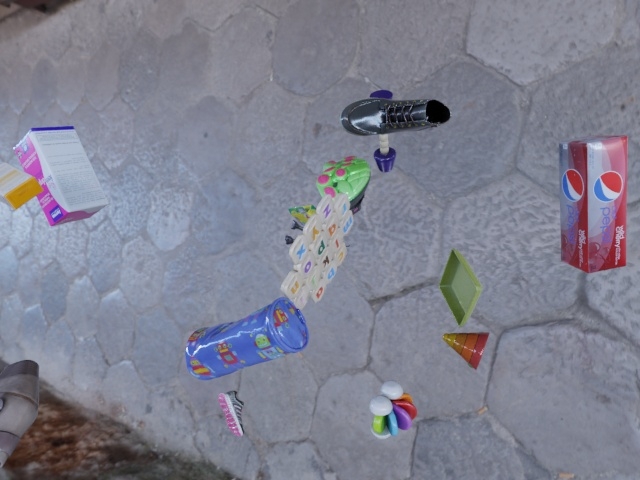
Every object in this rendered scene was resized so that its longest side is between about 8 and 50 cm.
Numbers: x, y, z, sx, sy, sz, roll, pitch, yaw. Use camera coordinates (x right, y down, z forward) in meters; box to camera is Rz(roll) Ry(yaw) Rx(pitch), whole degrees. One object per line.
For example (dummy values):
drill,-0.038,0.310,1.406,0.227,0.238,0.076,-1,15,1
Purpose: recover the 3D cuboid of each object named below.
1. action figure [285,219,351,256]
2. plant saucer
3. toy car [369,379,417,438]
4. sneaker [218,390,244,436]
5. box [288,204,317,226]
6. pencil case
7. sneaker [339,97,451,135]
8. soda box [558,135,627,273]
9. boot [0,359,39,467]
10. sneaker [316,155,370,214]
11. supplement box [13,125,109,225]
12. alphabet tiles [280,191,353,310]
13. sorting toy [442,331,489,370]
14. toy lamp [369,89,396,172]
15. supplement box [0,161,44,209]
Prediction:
action figure,0.000,0.000,1.842,0.276,0.141,0.163,19,98,14
plant saucer,0.457,0.150,1.407,0.188,0.045,0.188,-105,15,-48
toy car,0.249,0.579,1.463,0.136,0.182,0.159,12,119,33
sneaker,-0.307,0.624,1.592,0.063,0.075,0.170,-28,84,40
box,-0.024,-0.066,1.536,0.105,0.179,0.043,-1,53,54
pencil case,-0.167,0.220,0.966,0.306,0.133,0.119,-25,96,32
sneaker,0.158,-0.271,0.928,0.118,0.222,0.083,-151,55,-72
soda box,0.546,-0.074,0.876,0.084,0.092,0.263,-11,105,-4
boot,-0.260,0.140,0.319,0.119,0.042,0.087,-30,35,9
sneaker,0.098,-0.174,1.527,0.186,0.482,0.202,-13,106,10
supplement box,-0.651,-0.163,1.101,0.111,0.114,0.219,-23,93,33
alphabet tiles,-0.001,0.027,1.038,0.021,0.278,0.284,22,67,24
sorting toy,0.468,0.342,1.444,0.126,0.365,0.127,19,83,19
toy lamp,0.204,-0.341,1.401,0.080,0.080,0.274,28,146,31
supplement box,-0.579,-0.102,0.814,0.099,0.062,0.036,23,145,23
